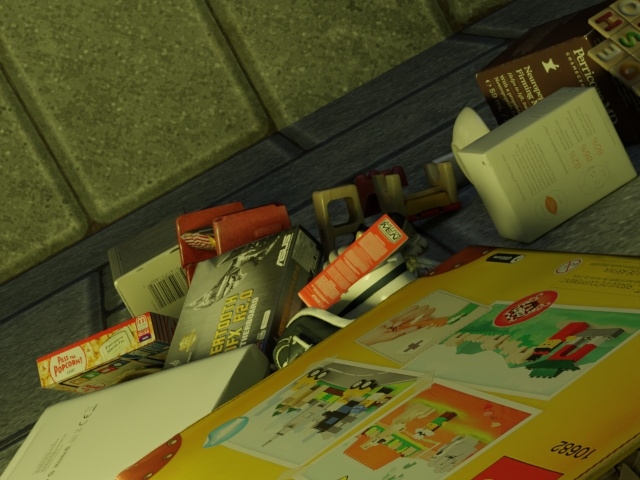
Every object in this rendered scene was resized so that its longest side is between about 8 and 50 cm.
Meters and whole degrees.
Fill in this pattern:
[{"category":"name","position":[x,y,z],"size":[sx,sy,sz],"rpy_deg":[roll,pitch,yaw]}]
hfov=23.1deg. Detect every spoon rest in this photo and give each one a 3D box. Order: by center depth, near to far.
[{"category":"spoon rest","position":[0.226,-0.122,2.223],"size":[0.084,0.137,0.276],"rpy_deg":[-31,2,-7]}]

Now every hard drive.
[{"category":"hard drive","position":[-0.237,0.245,1.806],"size":[0.353,0.047,0.233],"rpy_deg":[-19,28,38]}]

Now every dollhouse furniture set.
[{"category":"dollhouse furniture set","position":[0.000,0.000,2.247],"size":[0.374,0.152,0.201],"rpy_deg":[-14,7,-19]}]

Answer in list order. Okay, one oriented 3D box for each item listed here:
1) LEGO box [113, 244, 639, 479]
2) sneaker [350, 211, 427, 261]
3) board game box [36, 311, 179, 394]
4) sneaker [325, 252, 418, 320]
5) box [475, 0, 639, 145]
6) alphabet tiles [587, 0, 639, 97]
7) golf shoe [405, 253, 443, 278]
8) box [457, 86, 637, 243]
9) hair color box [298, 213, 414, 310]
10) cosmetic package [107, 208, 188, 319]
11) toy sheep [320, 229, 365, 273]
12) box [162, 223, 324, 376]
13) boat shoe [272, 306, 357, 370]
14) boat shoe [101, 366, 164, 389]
[{"category":"LEGO box","position":[0.114,0.180,1.043],"size":[0.372,0.193,0.500],"rpy_deg":[-32,13,-18]},{"category":"sneaker","position":[0.056,0.017,2.119],"size":[0.170,0.075,0.063],"rpy_deg":[-29,12,-3]},{"category":"board game box","position":[-0.269,0.161,2.163],"size":[0.193,0.045,0.147],"rpy_deg":[-23,-21,22]},{"category":"sneaker","position":[0.048,0.106,1.773],"size":[0.090,0.095,0.235],"rpy_deg":[-37,-5,-35]},{"category":"box","position":[0.363,-0.219,2.180],"size":[0.203,0.168,0.167],"rpy_deg":[-16,18,46]},{"category":"alphabet tiles","position":[0.469,-0.243,2.015],"size":[0.198,0.237,0.009],"rpy_deg":[-33,-29,-21]},{"category":"golf shoe","position":[0.145,0.054,1.852],"size":[0.086,0.069,0.176],"rpy_deg":[-2,8,-6]},{"category":"box","position":[0.282,-0.096,1.950],"size":[0.170,0.130,0.091],"rpy_deg":[-30,13,-11]},{"category":"hair color box","position":[0.043,0.035,1.852],"size":[0.141,0.043,0.072],"rpy_deg":[-42,-14,0]},{"category":"cosmetic package","position":[-0.257,0.049,2.597],"size":[0.160,0.113,0.309],"rpy_deg":[-29,12,-3]},{"category":"toy sheep","position":[0.042,0.050,1.930],"size":[0.091,0.132,0.091],"rpy_deg":[11,15,-3]},{"category":"box","position":[-0.100,0.105,1.934],"size":[0.183,0.056,0.231],"rpy_deg":[-19,41,37]},{"category":"boat shoe","position":[0.006,0.137,1.649],"size":[0.091,0.114,0.302],"rpy_deg":[-37,7,-21]},{"category":"boat shoe","position":[-0.250,0.194,2.133],"size":[0.135,0.050,0.045],"rpy_deg":[-20,20,36]}]
